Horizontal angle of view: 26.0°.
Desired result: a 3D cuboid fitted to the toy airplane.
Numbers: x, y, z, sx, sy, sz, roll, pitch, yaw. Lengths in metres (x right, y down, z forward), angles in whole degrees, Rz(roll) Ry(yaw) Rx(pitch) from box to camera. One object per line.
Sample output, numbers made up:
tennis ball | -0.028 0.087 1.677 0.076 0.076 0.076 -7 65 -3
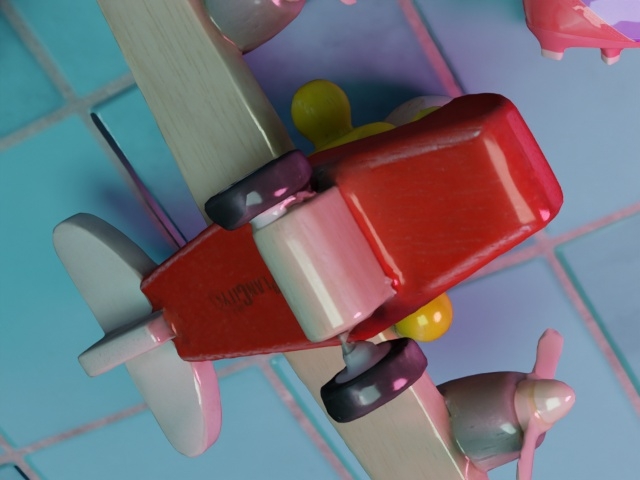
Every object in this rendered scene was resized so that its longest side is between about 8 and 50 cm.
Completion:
toy airplane | 0.000 0.000 0.903 0.384 0.272 0.386 33 143 33

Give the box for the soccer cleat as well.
soccer cleat | 0.246 -0.154 0.842 0.248 0.083 0.095 4 119 10
